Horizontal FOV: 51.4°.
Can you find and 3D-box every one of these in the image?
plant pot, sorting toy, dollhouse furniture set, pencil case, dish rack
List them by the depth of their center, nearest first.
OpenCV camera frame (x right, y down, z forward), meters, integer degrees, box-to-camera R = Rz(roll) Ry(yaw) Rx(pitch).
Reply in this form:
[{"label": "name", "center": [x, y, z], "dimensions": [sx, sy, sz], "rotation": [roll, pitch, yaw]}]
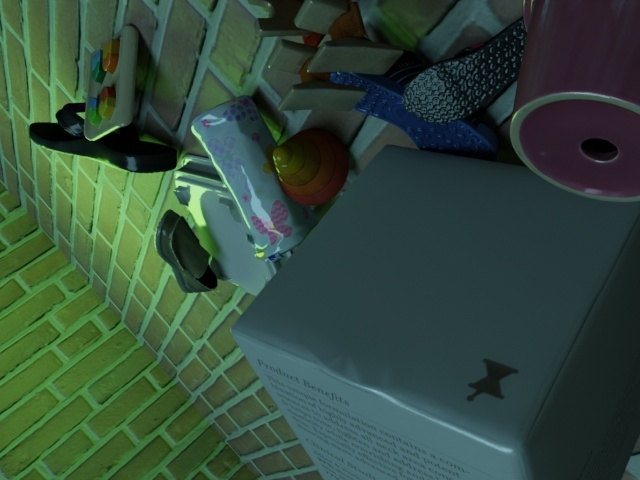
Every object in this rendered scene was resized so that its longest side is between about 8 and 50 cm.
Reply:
[{"label": "plant pot", "center": [0.239, -0.138, 0.513], "dimensions": [0.201, 0.180, 0.201], "rotation": [25, 159, 10]}, {"label": "dollhouse furniture set", "center": [0.032, -0.299, 0.677], "dimensions": [0.259, 0.135, 0.262], "rotation": [-40, 59, 56]}, {"label": "sorting toy", "center": [0.000, 0.000, 0.953], "dimensions": [0.127, 0.126, 0.366], "rotation": [-20, 79, 20]}, {"label": "pencil case", "center": [-0.108, -0.101, 1.104], "dimensions": [0.124, 0.113, 0.273], "rotation": [-24, 94, 41]}, {"label": "sorting toy", "center": [-0.419, -0.304, 1.303], "dimensions": [0.208, 0.038, 0.193], "rotation": [-2, 84, 52]}, {"label": "dish rack", "center": [-0.182, -0.010, 1.392], "dimensions": [0.285, 0.072, 0.333], "rotation": [16, 137, 43]}]

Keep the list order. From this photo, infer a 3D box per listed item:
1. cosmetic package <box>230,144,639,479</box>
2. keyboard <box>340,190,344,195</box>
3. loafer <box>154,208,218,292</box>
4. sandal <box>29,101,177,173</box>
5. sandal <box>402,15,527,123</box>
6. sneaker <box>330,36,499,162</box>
[{"label": "cosmetic package", "center": [0.173, 0.155, 0.784], "dimensions": [0.329, 0.327, 0.394], "rotation": [16, 143, 37]}, {"label": "keyboard", "center": [0.131, -0.025, 1.015], "dimensions": [0.256, 0.014, 0.072], "rotation": [17, 131, 43]}, {"label": "loafer", "center": [-0.276, 0.027, 1.418], "dimensions": [0.087, 0.094, 0.251], "rotation": [8, 146, 16]}, {"label": "sandal", "center": [-0.482, -0.243, 1.480], "dimensions": [0.445, 0.167, 0.107], "rotation": [17, 112, 33]}, {"label": "sandal", "center": [0.173, -0.182, 0.712], "dimensions": [0.179, 0.040, 0.067], "rotation": [-26, 107, 27]}, {"label": "sneaker", "center": [0.120, -0.174, 0.804], "dimensions": [0.232, 0.090, 0.081], "rotation": [29, 149, -6]}]
